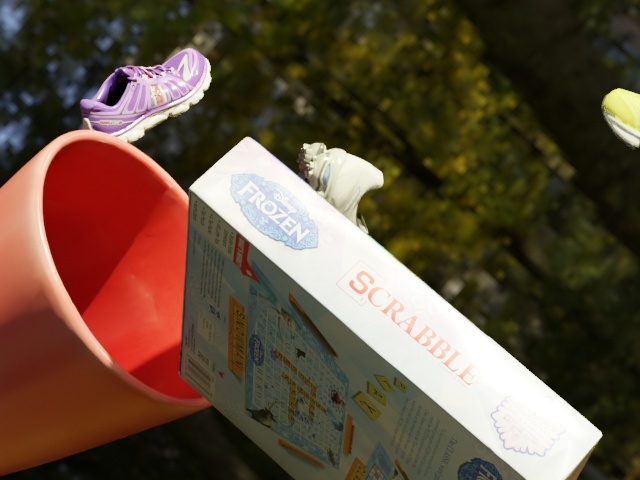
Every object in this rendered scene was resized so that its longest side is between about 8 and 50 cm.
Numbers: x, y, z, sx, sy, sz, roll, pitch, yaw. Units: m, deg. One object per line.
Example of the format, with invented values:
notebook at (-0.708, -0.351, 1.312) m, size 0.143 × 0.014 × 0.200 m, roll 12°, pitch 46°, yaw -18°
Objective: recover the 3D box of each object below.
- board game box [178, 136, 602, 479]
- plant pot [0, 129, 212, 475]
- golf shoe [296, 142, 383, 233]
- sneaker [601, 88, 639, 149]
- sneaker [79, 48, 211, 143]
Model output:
board game box at (0.033, 0.117, 1.384) m, size 0.066 × 0.318 × 0.319 m, roll -43°, pitch -15°, yaw -23°
plant pot at (-0.243, 0.075, 1.692) m, size 0.243 × 0.275 × 0.275 m, roll -30°, pitch 0°, yaw 26°
golf shoe at (0.000, 0.000, 1.721) m, size 0.069 × 0.086 × 0.176 m, roll -109°, pitch 37°, yaw -54°
sneaker at (0.341, -0.106, 1.620) m, size 0.081 × 0.208 × 0.094 m, roll -19°, pitch -57°, yaw -59°
sneaker at (-0.181, -0.159, 1.985) m, size 0.170 × 0.068 × 0.071 m, roll -39°, pitch -52°, yaw -36°
